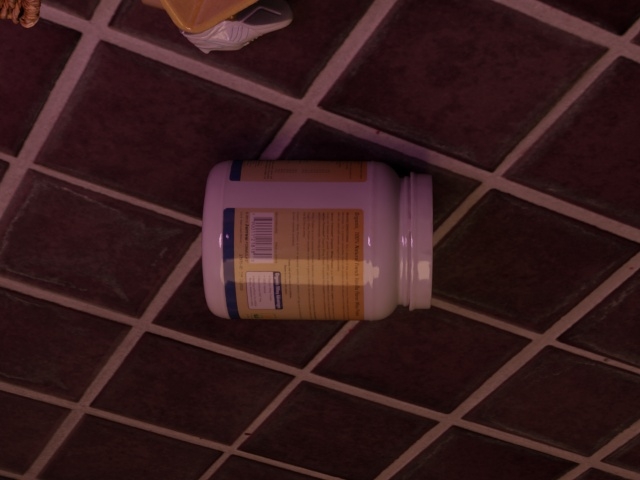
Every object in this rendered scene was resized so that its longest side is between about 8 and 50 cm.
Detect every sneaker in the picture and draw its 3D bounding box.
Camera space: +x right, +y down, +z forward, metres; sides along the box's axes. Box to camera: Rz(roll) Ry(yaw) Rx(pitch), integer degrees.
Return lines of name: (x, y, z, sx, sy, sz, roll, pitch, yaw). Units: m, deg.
sneaker: (-0.101, -0.276, 1.837, 0.152, 0.054, 0.061, -6, 151, 20)

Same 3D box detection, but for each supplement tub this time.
supplement tub: (0.000, 0.000, 2.035, 0.316, 0.228, 0.228, 1, 142, 3)

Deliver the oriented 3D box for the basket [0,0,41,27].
basket: (-0.377, -0.405, 1.537, 0.223, 0.214, 0.299, 14, 153, -6)

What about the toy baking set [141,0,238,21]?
toy baking set: (-0.153, -0.346, 1.682, 0.256, 0.030, 0.197, 20, 132, 12)

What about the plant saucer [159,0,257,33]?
plant saucer: (-0.100, -0.434, 1.533, 0.332, 0.081, 0.333, -24, 110, 31)
